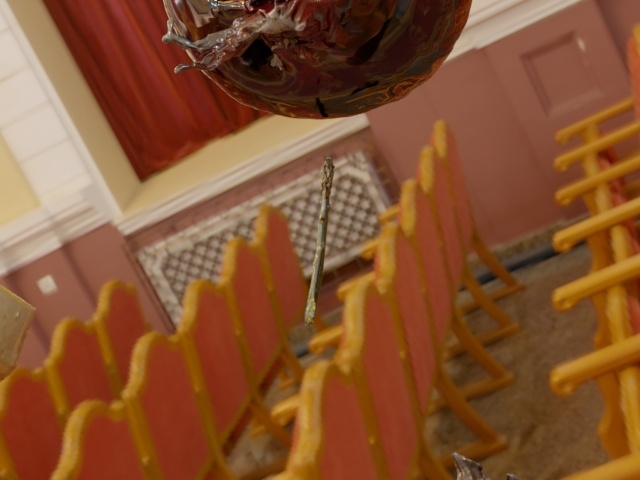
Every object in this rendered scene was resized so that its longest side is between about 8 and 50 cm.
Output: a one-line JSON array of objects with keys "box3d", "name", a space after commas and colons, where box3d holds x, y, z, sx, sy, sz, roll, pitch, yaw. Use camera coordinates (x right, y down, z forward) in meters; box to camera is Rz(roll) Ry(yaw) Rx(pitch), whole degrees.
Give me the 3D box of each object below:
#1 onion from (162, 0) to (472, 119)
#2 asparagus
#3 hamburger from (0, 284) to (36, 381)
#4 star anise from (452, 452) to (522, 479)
[{"box3d": [-0.009, -0.209, 0.877, 0.273, 0.273, 0.285, -22, 26, 27], "name": "onion"}, {"box3d": [0.000, 0.000, 1.032, 0.016, 0.166, 0.013, 13, -12, -23], "name": "asparagus"}, {"box3d": [-0.458, 0.078, 1.254, 0.151, 0.227, 0.295, -53, 28, -13], "name": "hamburger"}, {"box3d": [0.188, 0.311, 1.189, 0.061, 0.180, 0.204, -26, -26, -36], "name": "star anise"}]
